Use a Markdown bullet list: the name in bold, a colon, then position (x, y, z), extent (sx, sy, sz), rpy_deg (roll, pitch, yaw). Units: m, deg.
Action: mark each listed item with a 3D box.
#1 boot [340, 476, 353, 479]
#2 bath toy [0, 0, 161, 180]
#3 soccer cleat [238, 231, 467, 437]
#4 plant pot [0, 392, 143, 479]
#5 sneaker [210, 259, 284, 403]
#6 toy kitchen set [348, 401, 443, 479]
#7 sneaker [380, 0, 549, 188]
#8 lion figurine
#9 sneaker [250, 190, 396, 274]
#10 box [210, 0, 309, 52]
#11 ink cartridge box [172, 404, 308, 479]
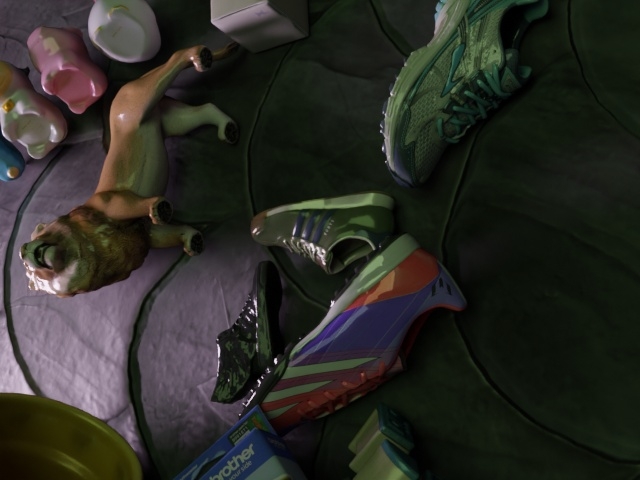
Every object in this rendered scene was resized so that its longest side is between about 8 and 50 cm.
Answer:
- **boot**: position (-0.075, 0.503, 1.070), extent (0.445, 0.146, 0.367), rpy_deg (-27, 66, 16)
- **bath toy**: position (-0.381, -0.246, 1.470), extent (0.348, 0.151, 0.129), rpy_deg (-37, 26, 15)
- **soccer cleat**: position (0.028, 0.139, 1.136), extent (0.116, 0.109, 0.318), rpy_deg (43, 103, 11)
- **plant pot**: position (-0.375, 0.352, 1.226), extent (0.254, 0.254, 0.239), rpy_deg (33, 108, 33)
- **sneaker**: position (-0.093, 0.112, 1.236), extent (0.089, 0.051, 0.170), rpy_deg (-10, 74, 22)
- **toy kitchen set**: position (0.145, 0.256, 1.054), extent (0.207, 0.166, 0.122), rpy_deg (38, 98, -4)
- **sneaker**: position (0.166, -0.186, 1.145), extent (0.122, 0.110, 0.283), rpy_deg (23, 88, 29)
- **lion figurine**: position (-0.251, -0.099, 1.359), extent (0.240, 0.142, 0.392), rpy_deg (1, 62, 38)
- **sneaker**: position (0.000, 0.000, 1.207), extent (0.192, 0.064, 0.086), rpy_deg (-10, 66, 24)
- **box**: position (-0.084, -0.403, 1.350), extent (0.094, 0.113, 0.275), rpy_deg (-12, 69, 27)
- **ink cartridge box**: position (-0.069, 0.330, 1.014), extent (0.186, 0.065, 0.311), rpy_deg (-43, 51, 7)
